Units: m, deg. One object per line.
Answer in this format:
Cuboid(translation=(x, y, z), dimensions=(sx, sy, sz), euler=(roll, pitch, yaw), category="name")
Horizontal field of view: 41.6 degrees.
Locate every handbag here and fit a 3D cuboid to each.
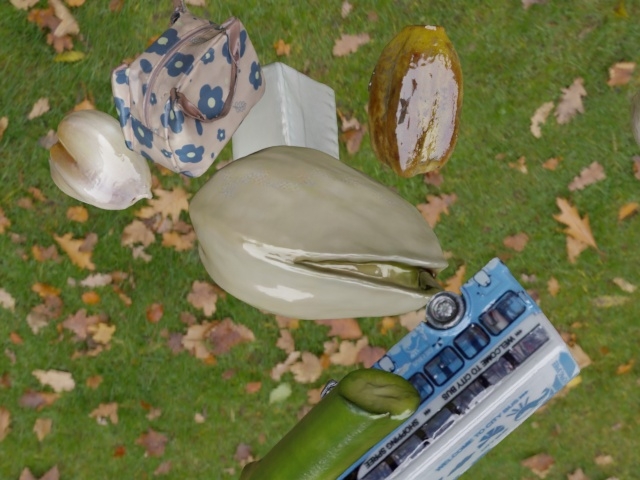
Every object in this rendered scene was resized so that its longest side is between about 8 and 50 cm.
Cuboid(translation=(-0.222, -0.263, 1.399), dimensions=(0.190, 0.252, 0.193), euler=(25, 155, 14), category="handbag")

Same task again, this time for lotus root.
Cuboid(translation=(0.184, -0.282, 1.665), dimensions=(0.193, 0.193, 0.291), euler=(0, 114, -7), category="lotus root")

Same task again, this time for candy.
Cuboid(translation=(-0.068, -0.147, 1.636), dimensions=(0.145, 0.208, 0.359), euler=(-9, 81, 31), category="candy")

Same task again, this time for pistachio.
Cuboid(translation=(0.000, 0.000, 1.036), dimensions=(0.331, 0.226, 0.208), euler=(18, 100, -2), category="pistachio")

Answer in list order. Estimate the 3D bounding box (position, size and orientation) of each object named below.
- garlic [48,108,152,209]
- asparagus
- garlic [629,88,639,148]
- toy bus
Cuboid(translation=(-0.451, -0.151, 1.703), dimensions=(0.227, 0.110, 0.217), euler=(29, 126, 7), category="garlic")
Cuboid(translation=(-0.007, 0.175, 0.687), dimensions=(0.060, 0.067, 0.278), euler=(26, 135, -9), category="asparagus")
Cuboid(translation=(0.428, -0.129, 0.995), dimensions=(0.101, 0.195, 0.087), euler=(-13, 126, -23), category="garlic")
Cuboid(translation=(0.103, 0.162, 0.821), dimensions=(0.297, 0.131, 0.106), euler=(-41, 145, 4), category="toy bus")
